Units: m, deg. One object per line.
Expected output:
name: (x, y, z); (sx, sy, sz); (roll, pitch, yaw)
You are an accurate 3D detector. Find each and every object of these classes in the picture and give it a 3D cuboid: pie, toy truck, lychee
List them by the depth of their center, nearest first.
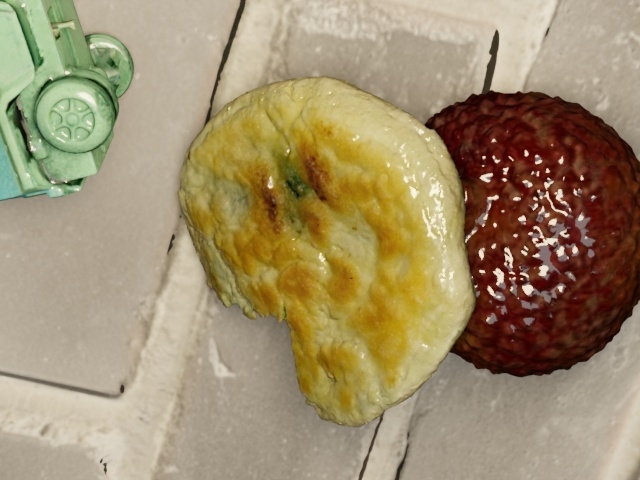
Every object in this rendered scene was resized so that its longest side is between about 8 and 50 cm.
toy truck: (-0.262, -0.179, 1.417); (0.156, 0.155, 0.278); (-13, 114, 7)
pie: (0.000, 0.000, 1.461); (0.075, 0.338, 0.337); (-20, 122, -45)
lychee: (0.185, -0.009, 1.499); (0.261, 0.260, 0.260); (-3, 113, -6)
